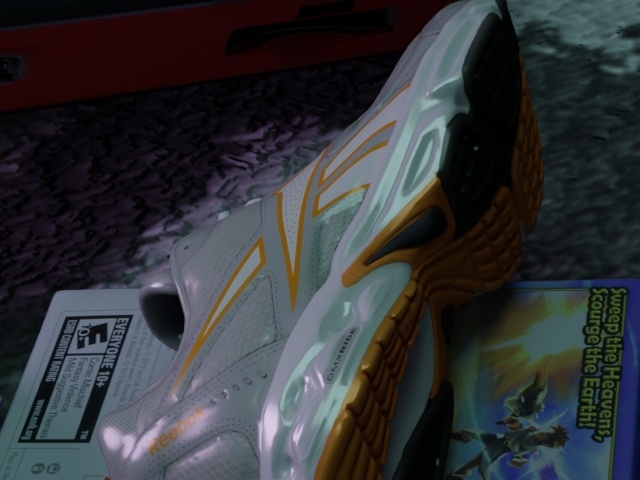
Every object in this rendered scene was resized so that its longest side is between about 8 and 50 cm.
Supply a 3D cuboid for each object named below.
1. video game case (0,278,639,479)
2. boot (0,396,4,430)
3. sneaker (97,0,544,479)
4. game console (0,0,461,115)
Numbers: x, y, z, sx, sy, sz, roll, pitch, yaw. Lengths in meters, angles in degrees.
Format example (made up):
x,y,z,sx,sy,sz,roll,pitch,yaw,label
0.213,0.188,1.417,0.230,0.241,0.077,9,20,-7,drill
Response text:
x,y,z,sx,sy,sz,roll,pitch,yaw,label
-0.011,0.129,0.628,0.244,0.061,0.269,-2,44,16,video game case
-0.160,0.073,0.735,0.086,0.069,0.190,0,53,9,boot
0.000,0.000,0.649,0.121,0.099,0.262,2,44,26,sneaker
-0.139,-0.179,0.879,0.387,0.060,0.342,-12,42,-35,game console
